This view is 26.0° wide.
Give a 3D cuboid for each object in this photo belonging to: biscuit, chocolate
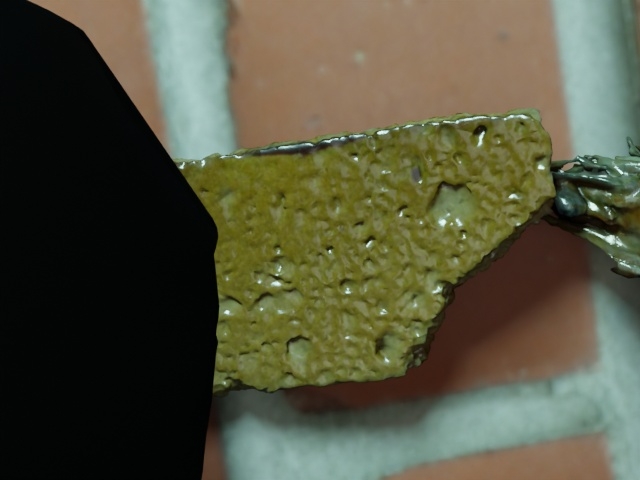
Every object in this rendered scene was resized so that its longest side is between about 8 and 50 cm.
[{"bbox_3d":[0.007,0.010,0.714,0.237,0.026,0.131,-8,102,10],"label":"biscuit"},{"bbox_3d":[-0.284,0.021,0.572,0.384,0.331,0.383,-11,110,-31],"label":"chocolate"}]

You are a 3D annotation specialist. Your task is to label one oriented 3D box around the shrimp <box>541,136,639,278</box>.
[{"bbox_3d":[0.242,-0.046,0.695,0.296,0.058,0.169,13,72,17],"label":"shrimp"}]
